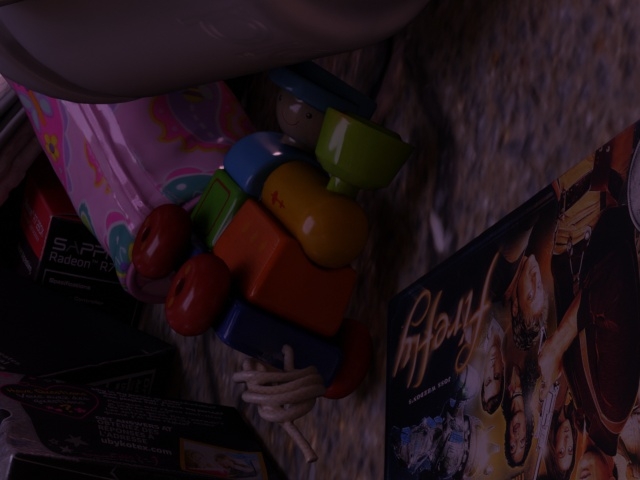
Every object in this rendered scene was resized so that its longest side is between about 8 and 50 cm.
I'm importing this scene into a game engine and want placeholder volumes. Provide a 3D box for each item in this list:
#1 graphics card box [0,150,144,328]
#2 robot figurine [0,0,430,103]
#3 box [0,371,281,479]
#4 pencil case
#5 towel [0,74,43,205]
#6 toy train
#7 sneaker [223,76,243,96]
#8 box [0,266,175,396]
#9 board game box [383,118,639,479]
[{"bbox_3d":[-0.231,0.124,1.409,0.233,0.094,0.371,-134,56,-65],"label":"graphics card box"},{"bbox_3d":[-0.070,-0.178,0.887,0.353,0.300,0.200,-7,105,45],"label":"robot figurine"},{"bbox_3d":[-0.138,0.217,1.002,0.142,0.163,0.247,-138,61,-68],"label":"box"},{"bbox_3d":[-0.133,-0.099,1.069,0.284,0.124,0.124,56,139,22],"label":"pencil case"},{"bbox_3d":[-0.280,-0.124,1.439,0.332,0.053,0.317,-52,29,-13],"label":"towel"},{"bbox_3d":[0.000,0.000,0.862,0.143,0.105,0.248,-62,23,8],"label":"toy train"},{"bbox_3d":[-0.088,-0.077,1.165,0.090,0.081,0.232,-113,35,-41],"label":"sneaker"},{"bbox_3d":[-0.275,0.189,1.149,0.183,0.294,0.296,22,104,26],"label":"box"},{"bbox_3d":[0.091,0.064,0.645,0.243,0.042,0.165,139,138,-59],"label":"board game box"}]
